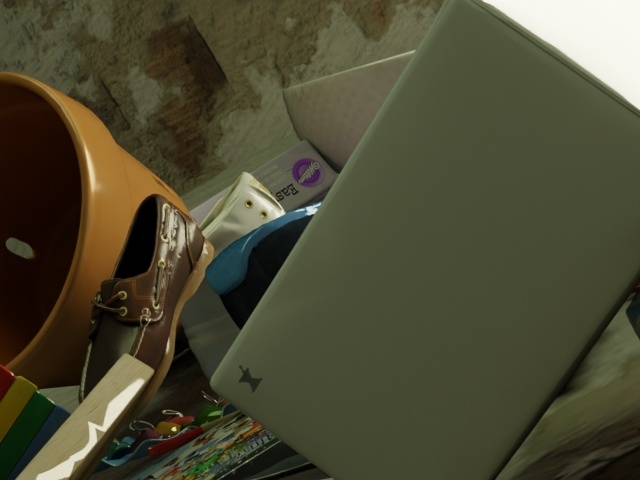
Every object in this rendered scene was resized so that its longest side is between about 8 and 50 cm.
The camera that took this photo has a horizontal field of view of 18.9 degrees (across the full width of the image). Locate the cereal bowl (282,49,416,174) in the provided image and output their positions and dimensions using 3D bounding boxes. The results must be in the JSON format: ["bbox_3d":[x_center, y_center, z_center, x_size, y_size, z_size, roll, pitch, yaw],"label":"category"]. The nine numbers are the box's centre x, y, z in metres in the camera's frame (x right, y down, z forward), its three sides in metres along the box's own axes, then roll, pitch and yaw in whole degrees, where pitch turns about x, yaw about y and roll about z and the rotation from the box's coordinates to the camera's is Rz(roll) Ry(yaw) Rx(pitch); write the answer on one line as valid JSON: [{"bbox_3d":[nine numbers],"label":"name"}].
[{"bbox_3d":[0.136,-0.139,1.989,0.339,0.141,0.339,-16,4,1],"label":"cereal bowl"}]

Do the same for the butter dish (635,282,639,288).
[{"bbox_3d":[0.207,-0.067,1.267,0.160,0.118,0.160,-42,24,40],"label":"butter dish"}]

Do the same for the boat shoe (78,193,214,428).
[{"bbox_3d":[-0.150,0.054,1.517,0.073,0.073,0.207,-14,40,32],"label":"boat shoe"}]

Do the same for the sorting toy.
[{"bbox_3d":[-0.231,0.196,1.162,0.255,0.089,0.257,-57,-1,22],"label":"sorting toy"}]

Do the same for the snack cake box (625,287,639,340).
[{"bbox_3d":[0.270,-0.008,0.972,0.152,0.089,0.264,-25,10,32],"label":"snack cake box"}]

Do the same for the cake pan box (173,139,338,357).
[{"bbox_3d":[-0.110,0.028,1.983,0.267,0.070,0.246,-34,-11,-23],"label":"cake pan box"}]

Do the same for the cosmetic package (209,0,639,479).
[{"bbox_3d":[0.089,-0.009,0.927,0.224,0.138,0.224,-58,-10,24],"label":"cosmetic package"}]

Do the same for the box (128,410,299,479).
[{"bbox_3d":[-0.081,0.174,1.315,0.233,0.044,0.159,-32,7,-4],"label":"box"}]

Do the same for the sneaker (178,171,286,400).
[{"bbox_3d":[0.000,0.000,1.655,0.292,0.169,0.108,-32,6,-14],"label":"sneaker"}]

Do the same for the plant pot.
[{"bbox_3d":[-0.248,0.016,1.738,0.291,0.291,0.203,-27,-28,29],"label":"plant pot"}]

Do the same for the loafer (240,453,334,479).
[{"bbox_3d":[-0.063,0.185,0.980,0.302,0.109,0.095,-25,13,19],"label":"loafer"}]

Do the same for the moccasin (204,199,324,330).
[{"bbox_3d":[0.055,0.018,1.503,0.342,0.117,0.137,-22,-10,-37],"label":"moccasin"}]

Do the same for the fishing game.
[{"bbox_3d":[-0.114,0.144,1.526,0.189,0.041,0.264,-20,-2,-24],"label":"fishing game"}]
